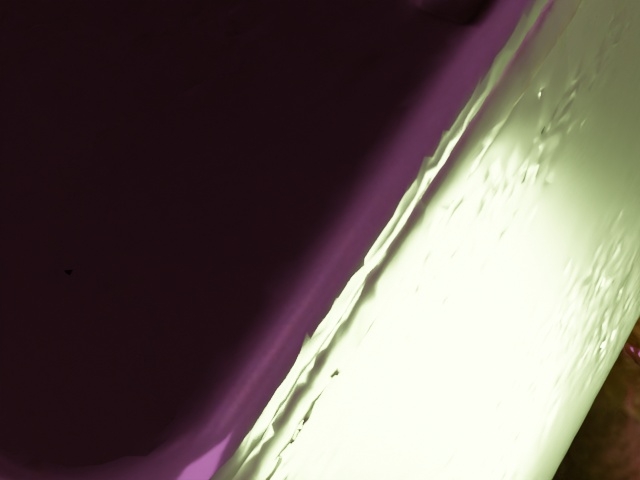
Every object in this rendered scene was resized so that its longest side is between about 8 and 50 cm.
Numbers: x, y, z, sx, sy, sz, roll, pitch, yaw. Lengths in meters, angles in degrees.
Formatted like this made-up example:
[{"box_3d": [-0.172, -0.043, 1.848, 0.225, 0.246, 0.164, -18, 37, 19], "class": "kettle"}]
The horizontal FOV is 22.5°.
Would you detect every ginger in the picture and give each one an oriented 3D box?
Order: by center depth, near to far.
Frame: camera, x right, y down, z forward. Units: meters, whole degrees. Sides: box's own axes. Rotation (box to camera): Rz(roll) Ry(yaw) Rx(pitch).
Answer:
[{"box_3d": [0.211, 0.186, 1.137, 0.138, 0.152, 0.267, 4, 111, -48], "class": "ginger"}]

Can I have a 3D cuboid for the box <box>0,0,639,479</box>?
[{"box_3d": [0.000, 0.000, 0.573, 0.352, 0.177, 0.344, -57, 156, -25], "class": "box"}]

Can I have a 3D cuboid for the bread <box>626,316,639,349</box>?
[{"box_3d": [0.225, -0.031, 0.958, 0.236, 0.120, 0.198, -25, 150, -47], "class": "bread"}]
